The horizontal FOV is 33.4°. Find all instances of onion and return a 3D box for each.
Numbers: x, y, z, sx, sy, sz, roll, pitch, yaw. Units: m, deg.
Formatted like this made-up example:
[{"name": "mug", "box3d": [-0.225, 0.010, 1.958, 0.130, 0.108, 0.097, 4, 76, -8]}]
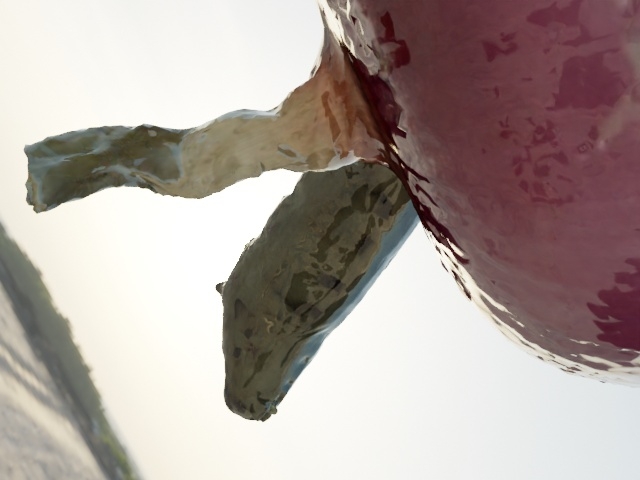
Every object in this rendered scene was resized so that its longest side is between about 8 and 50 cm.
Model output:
[{"name": "onion", "box3d": [0.099, -0.105, 0.471, 0.358, 0.345, 0.358, 33, 51, -53]}]

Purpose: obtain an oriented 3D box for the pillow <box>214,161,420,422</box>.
[{"name": "pillow", "box3d": [-0.001, 0.001, 0.673, 0.093, 0.241, 0.051, 41, 10, 29]}]
